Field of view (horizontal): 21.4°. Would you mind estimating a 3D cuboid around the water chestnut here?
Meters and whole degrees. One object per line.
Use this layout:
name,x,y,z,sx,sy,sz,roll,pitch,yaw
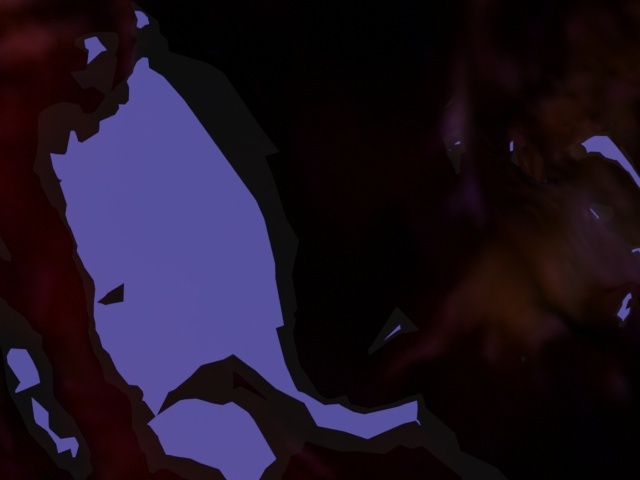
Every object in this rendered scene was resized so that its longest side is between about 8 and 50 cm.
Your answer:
water chestnut,0.000,0.000,0.466,0.350,0.302,0.350,7,69,-20
